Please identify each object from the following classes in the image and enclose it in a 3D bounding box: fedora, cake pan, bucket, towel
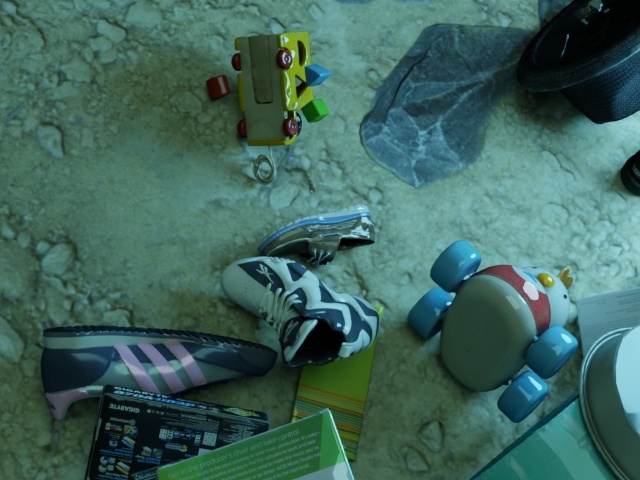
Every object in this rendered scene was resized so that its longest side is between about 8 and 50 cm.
[{"bbox_3d":[0.480,-0.297,2.097,0.334,0.334,0.152,-47,114,-26],"label":"fedora"},{"bbox_3d":[0.469,0.225,1.697,0.293,0.054,0.293,16,48,-19],"label":"cake pan"},{"bbox_3d":[0.334,0.325,1.753,0.281,0.281,0.183,-34,79,-24],"label":"bucket"},{"bbox_3d":[0.021,0.190,1.871,0.102,0.021,0.237,17,63,-10],"label":"towel"}]

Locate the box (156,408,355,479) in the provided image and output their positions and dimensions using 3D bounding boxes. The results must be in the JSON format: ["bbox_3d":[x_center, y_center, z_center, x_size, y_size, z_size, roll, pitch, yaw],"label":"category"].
[{"bbox_3d":[-0.044,0.393,1.609,0.232,0.058,0.322,-18,69,-4],"label":"box"}]

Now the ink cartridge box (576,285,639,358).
[{"bbox_3d":[0.469,0.182,1.899,0.066,0.189,0.232,1,78,-46],"label":"ink cartridge box"}]

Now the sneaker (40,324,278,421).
[{"bbox_3d":[-0.217,0.185,1.783,0.319,0.112,0.131,4,90,-14],"label":"sneaker"}]

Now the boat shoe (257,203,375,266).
[{"bbox_3d":[0.000,0.000,1.923,0.183,0.066,0.066,-18,73,-20],"label":"boat shoe"}]

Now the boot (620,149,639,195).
[{"bbox_3d":[0.605,-0.171,2.069,0.246,0.207,0.094,-23,74,-22],"label":"boot"}]

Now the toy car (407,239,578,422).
[{"bbox_3d":[0.291,0.092,1.893,0.219,0.210,0.238,42,51,19],"label":"toy car"}]

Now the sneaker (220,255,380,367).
[{"bbox_3d":[-0.044,0.101,1.801,0.235,0.094,0.153,28,19,8],"label":"sneaker"}]

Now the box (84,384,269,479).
[{"bbox_3d":[-0.189,0.292,1.710,0.220,0.051,0.175,11,96,-9],"label":"box"}]

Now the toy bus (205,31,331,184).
[{"bbox_3d":[-0.059,-0.219,1.980,0.191,0.202,0.104,50,34,18],"label":"toy bus"}]
